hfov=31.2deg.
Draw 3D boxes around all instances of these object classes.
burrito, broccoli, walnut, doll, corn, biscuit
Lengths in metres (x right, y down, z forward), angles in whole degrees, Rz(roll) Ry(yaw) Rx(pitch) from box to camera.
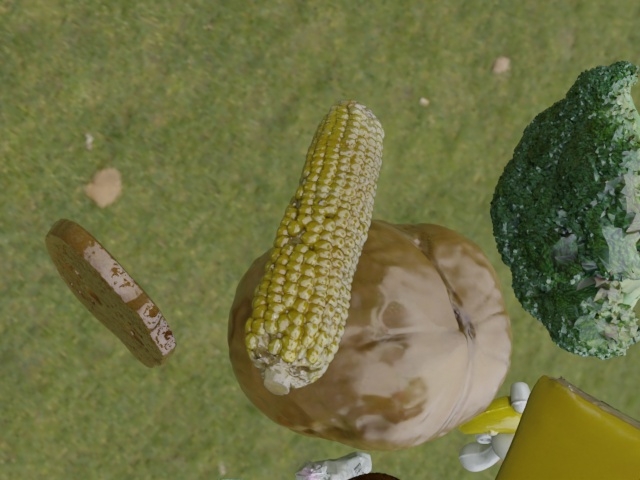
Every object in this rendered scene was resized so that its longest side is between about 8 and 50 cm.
[{"bbox_3d":[0.020,0.354,1.730,0.064,0.064,0.203,-65,156,8],"label":"burrito"},{"bbox_3d":[0.276,-0.024,0.957,0.269,0.269,0.254,-5,95,-48],"label":"broccoli"},{"bbox_3d":[0.061,0.125,1.528,0.354,0.398,0.308,6,87,-31],"label":"walnut"},{"bbox_3d":[0.353,0.323,1.983,0.237,0.111,0.252,-9,148,4],"label":"doll"},{"bbox_3d":[0.000,0.000,1.127,0.097,0.097,0.320,58,42,-51],"label":"corn"},{"bbox_3d":[-0.307,0.078,1.691,0.049,0.257,0.273,-44,172,-19],"label":"biscuit"}]

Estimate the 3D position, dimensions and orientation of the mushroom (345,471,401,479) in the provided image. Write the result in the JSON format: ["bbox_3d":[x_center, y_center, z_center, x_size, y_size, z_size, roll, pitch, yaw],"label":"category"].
[{"bbox_3d":[0.055,0.318,1.286,0.127,0.127,0.087,-32,125,-32],"label":"mushroom"}]

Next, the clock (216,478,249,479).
[{"bbox_3d":[-0.112,0.362,1.572,0.135,0.101,0.041,11,96,-27],"label":"clock"}]

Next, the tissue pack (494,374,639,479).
[{"bbox_3d":[0.160,0.237,0.645,0.134,0.192,0.271,23,92,-51],"label":"tissue pack"}]
